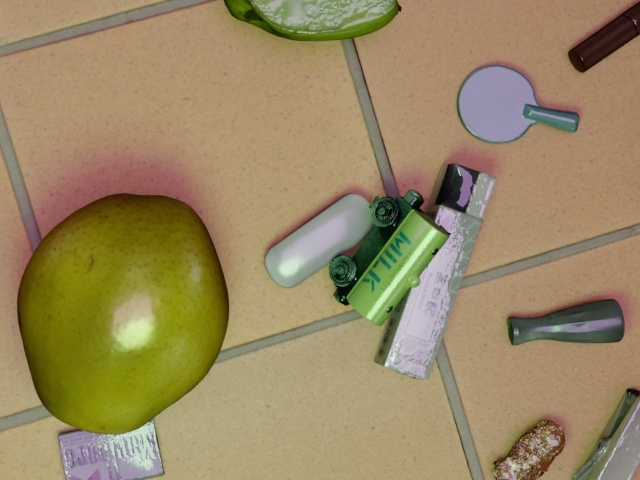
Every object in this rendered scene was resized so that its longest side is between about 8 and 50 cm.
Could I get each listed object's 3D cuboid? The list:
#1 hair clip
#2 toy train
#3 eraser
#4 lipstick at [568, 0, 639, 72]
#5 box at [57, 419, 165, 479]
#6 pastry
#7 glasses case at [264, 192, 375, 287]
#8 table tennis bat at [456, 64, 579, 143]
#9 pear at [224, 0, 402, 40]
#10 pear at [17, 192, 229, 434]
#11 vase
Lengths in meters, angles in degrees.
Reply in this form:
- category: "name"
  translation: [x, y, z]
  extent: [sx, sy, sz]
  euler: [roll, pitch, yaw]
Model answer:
- category: "hair clip"
  translation: [0.559, 0.444, 1.942]
  extent: [0.085, 0.101, 0.330]
  euler: [32, 88, -10]
- category: "toy train"
  translation: [0.129, 0.035, 1.821]
  extent: [0.157, 0.105, 0.253]
  euler: [44, 104, 35]
- category: "eraser"
  translation: [0.216, 0.058, 1.890]
  extent: [0.096, 0.098, 0.403]
  euler: [20, 88, -8]
- category: "lipstick"
  translation: [0.644, -0.449, 1.966]
  extent: [0.357, 0.057, 0.057]
  euler: [-34, 95, -6]
- category: "box"
  translation: [-0.385, 0.394, 1.841]
  extent: [0.178, 0.036, 0.115]
  euler: [-10, 92, -8]
- category: "pastry"
  translation: [0.404, 0.420, 1.938]
  extent: [0.169, 0.063, 0.087]
  euler: [-42, 86, -1]
- category: "glasses case"
  translation: [0.000, 0.000, 1.879]
  extent: [0.233, 0.059, 0.092]
  euler: [-37, 97, -7]
- category: "table tennis bat"
  translation: [0.386, -0.255, 1.942]
  extent: [0.244, 0.040, 0.152]
  euler: [12, 90, -4]
- category: "pear"
  translation: [-0.037, -0.467, 1.818]
  extent: [0.282, 0.176, 0.286]
  euler: [-28, 89, -5]
- category: "pear"
  translation: [-0.333, 0.122, 1.687]
  extent: [0.362, 0.362, 0.418]
  euler: [21, 82, -7]
- category: "vase"
  translation: [0.473, 0.166, 1.937]
  extent: [0.214, 0.086, 0.086]
  euler: [-6, 91, -3]
